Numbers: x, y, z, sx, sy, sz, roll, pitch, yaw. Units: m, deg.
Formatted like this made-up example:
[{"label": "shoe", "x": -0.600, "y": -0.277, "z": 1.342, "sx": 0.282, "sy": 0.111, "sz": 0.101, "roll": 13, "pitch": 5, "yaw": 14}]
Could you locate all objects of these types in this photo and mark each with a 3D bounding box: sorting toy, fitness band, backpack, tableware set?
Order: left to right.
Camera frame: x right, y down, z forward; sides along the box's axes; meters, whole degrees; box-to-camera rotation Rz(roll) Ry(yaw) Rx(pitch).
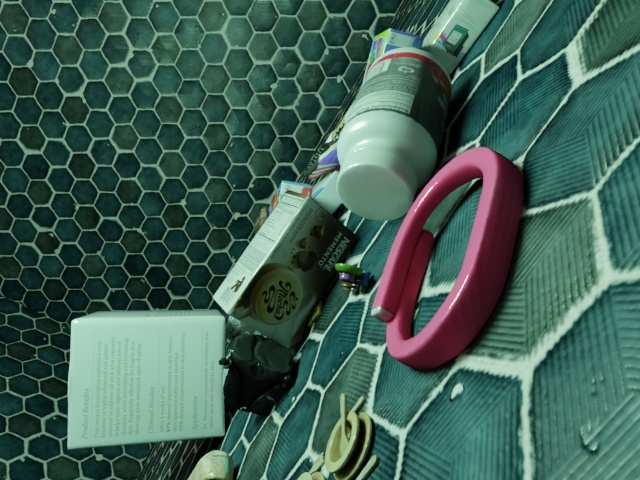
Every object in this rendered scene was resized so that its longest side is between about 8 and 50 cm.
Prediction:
[{"label": "backpack", "x": -0.139, "y": 0.289, "z": 1.048, "sx": 0.115, "sy": 0.151, "sz": 0.182, "roll": -66, "pitch": -2, "yaw": -52}, {"label": "sorting toy", "x": -0.069, "y": 0.192, "z": 1.178, "sx": 0.274, "sy": 0.046, "sz": 0.132, "roll": -48, "pitch": 17, "yaw": 48}, {"label": "tableware set", "x": -0.001, "y": 0.291, "z": 0.614, "sx": 0.194, "sy": 0.039, "sz": 0.128, "roll": -59, "pitch": 11, "yaw": 12}, {"label": "sorting toy", "x": 0.056, "y": 0.072, "z": 0.874, "sx": 0.102, "sy": 0.061, "sz": 0.042, "roll": 47, "pitch": -125, "yaw": -73}, {"label": "fitness band", "x": 0.150, "y": 0.014, "z": 0.600, "sx": 0.209, "sy": 0.054, "sz": 0.291, "roll": -42, "pitch": 23, "yaw": 59}]

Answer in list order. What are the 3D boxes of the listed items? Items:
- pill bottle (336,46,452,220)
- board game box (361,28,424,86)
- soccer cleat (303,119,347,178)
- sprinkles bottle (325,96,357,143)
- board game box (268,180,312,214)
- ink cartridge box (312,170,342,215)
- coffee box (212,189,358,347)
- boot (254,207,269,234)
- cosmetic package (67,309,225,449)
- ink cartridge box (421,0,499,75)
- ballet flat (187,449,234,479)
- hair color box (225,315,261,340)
[{"label": "pill bottle", "x": 0.132, "y": -0.193, "z": 0.890, "sx": 0.176, "sy": 0.176, "sz": 0.319, "roll": -47, "pitch": 17, "yaw": 52}, {"label": "board game box", "x": 0.134, "y": -0.302, "z": 1.160, "sx": 0.233, "sy": 0.078, "sz": 0.348, "roll": -96, "pitch": 19, "yaw": -72}, {"label": "soccer cleat", "x": 0.059, "y": -0.249, "z": 1.449, "sx": 0.318, "sy": 0.116, "sz": 0.109, "roll": -35, "pitch": 25, "yaw": 53}, {"label": "sprinkles bottle", "x": 0.144, "y": -0.377, "z": 1.460, "sx": 0.355, "sy": 0.121, "sz": 0.121, "roll": -50, "pitch": 15, "yaw": 44}, {"label": "board game box", "x": -0.112, "y": 0.028, "z": 1.390, "sx": 0.302, "sy": 0.086, "sz": 0.309, "roll": 135, "pitch": 143, "yaw": -70}, {"label": "ink cartridge box", "x": 0.011, "y": -0.125, "z": 1.476, "sx": 0.140, "sy": 0.082, "sz": 0.190, "roll": -49, "pitch": 11, "yaw": -7}, {"label": "coffee box", "x": -0.075, "y": 0.058, "z": 1.086, "sx": 0.297, "sy": 0.168, "sz": 0.118, "roll": -56, "pitch": 30, "yaw": -7}, {"label": "boot", "x": -0.167, "y": -0.022, "z": 1.398, "sx": 0.114, "sy": 0.037, "sz": 0.107, "roll": -102, "pitch": 22, "yaw": -48}, {"label": "cosmetic package", "x": -0.481, "y": 0.373, "z": 1.417, "sx": 0.327, "sy": 0.393, "sz": 0.330, "roll": 165, "pitch": 106, "yaw": -75}, {"label": "ink cartridge box", "x": 0.285, "y": -0.448, "z": 1.099, "sx": 0.231, "sy": 0.078, "sz": 0.134, "roll": -54, "pitch": 12, "yaw": 33}, {"label": "ballet flat", "x": -0.277, "y": 0.583, "z": 0.994, "sx": 0.316, "sy": 0.107, "sz": 0.106, "roll": -62, "pitch": 24, "yaw": -1}, {"label": "hair color box", "x": -0.213, "y": 0.178, "z": 1.706, "sx": 0.185, "sy": 0.113, "sz": 0.374, "roll": -56, "pitch": 11, "yaw": 25}]
